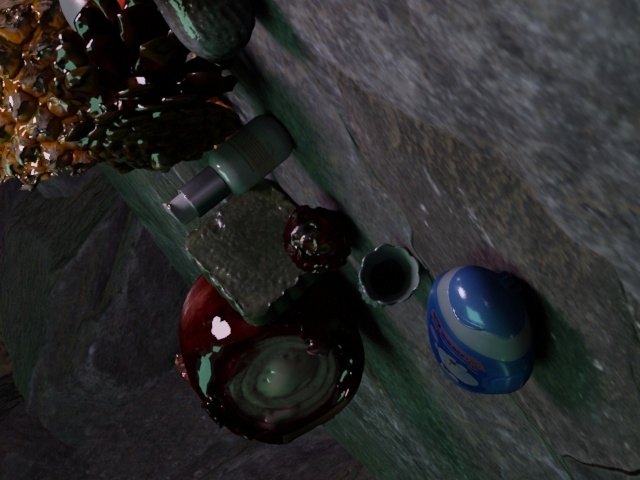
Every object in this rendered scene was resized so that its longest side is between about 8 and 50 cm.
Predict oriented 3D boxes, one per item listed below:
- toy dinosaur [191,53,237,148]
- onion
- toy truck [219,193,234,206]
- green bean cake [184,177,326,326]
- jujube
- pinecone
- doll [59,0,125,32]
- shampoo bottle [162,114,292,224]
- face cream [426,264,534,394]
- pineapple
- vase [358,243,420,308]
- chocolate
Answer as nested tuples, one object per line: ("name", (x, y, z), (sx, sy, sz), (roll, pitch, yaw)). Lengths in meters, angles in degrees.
("toy dinosaur", (-0.167, -0.186, 1.949), (0.117, 0.070, 0.288), (39, 160, 45))
("onion", (-0.087, 0.161, 2.224), (0.341, 0.341, 0.341), (47, 169, 12))
("toy truck", (-0.151, -0.064, 2.334), (0.063, 0.052, 0.123), (33, 162, 43))
("green bean cake", (-0.094, 0.021, 2.041), (0.185, 0.183, 0.094), (44, 169, 24))
("jujube", (0.001, 0.004, 1.861), (0.104, 0.104, 0.166), (46, -179, 19))
("pinecone", (-0.239, -0.214, 1.689), (0.264, 0.264, 0.264), (47, 169, 12))
("doll", (-0.319, -0.369, 1.864), (0.200, 0.105, 0.336), (46, 161, 12))
("shampoo bottle", (-0.126, -0.090, 1.762), (0.074, 0.192, 0.074), (46, 169, 12))
("face cream", (0.183, 0.101, 1.467), (0.149, 0.083, 0.264), (43, 168, 16))
("pineapple", (-0.464, -0.273, 2.157), (0.352, 0.352, 0.300), (33, 153, 56))
("vase", (0.086, 0.054, 1.727), (0.081, 0.081, 0.149), (49, 173, 4))
("chocolate", (-0.156, -0.298, 1.415), (0.248, 0.110, 0.110), (50, 170, -27))
